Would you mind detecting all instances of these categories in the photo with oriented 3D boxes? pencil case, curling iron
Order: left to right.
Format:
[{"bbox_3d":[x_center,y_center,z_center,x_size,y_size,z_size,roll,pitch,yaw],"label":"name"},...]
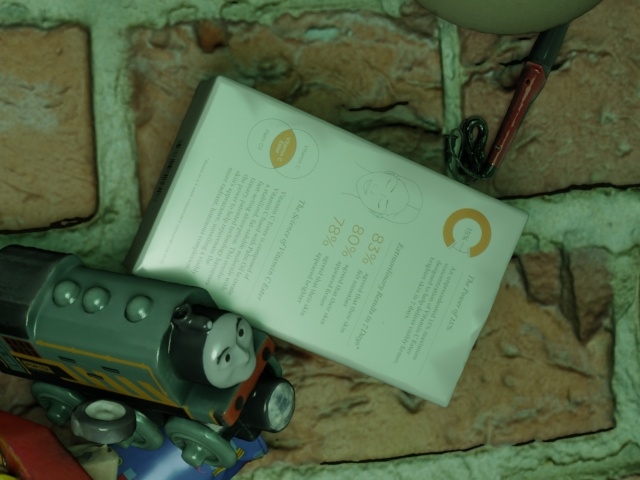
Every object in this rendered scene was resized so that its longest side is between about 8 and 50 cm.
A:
[{"bbox_3d":[-0.197,0.266,1.560,0.306,0.133,0.119,-41,70,-8],"label":"pencil case"},{"bbox_3d":[0.220,-0.183,1.661,0.068,0.035,0.274,33,87,-11],"label":"curling iron"}]

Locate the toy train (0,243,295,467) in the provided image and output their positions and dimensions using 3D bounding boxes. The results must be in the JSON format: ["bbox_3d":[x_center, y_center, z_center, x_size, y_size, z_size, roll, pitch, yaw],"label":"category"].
[{"bbox_3d":[-0.185,0.106,1.458,0.142,0.334,0.190,-61,143,-27],"label":"toy train"}]

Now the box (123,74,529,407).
[{"bbox_3d":[0.000,0.000,1.560,0.345,0.168,0.215,24,88,-11],"label":"box"}]

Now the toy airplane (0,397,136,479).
[{"bbox_3d":[-0.387,0.200,1.383,0.384,0.272,0.386,-34,83,35],"label":"toy airplane"}]

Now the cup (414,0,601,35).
[{"bbox_3d":[0.216,-0.391,1.534,0.331,0.237,0.331,0,87,-8],"label":"cup"}]
